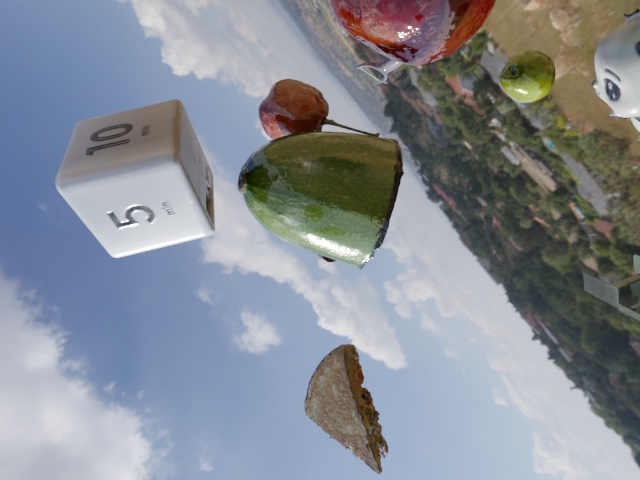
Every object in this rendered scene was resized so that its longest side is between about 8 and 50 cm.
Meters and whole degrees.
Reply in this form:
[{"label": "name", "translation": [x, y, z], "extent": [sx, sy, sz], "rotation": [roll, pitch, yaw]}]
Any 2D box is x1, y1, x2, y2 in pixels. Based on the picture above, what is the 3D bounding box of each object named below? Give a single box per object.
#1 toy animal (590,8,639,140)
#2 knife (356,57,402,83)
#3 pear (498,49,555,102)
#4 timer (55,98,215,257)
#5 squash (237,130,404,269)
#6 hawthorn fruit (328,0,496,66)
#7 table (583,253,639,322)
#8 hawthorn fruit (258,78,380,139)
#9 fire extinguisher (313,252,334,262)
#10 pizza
[{"label": "toy animal", "translation": [0.824, -0.412, 1.030], "extent": [0.310, 0.251, 0.250], "rotation": [26, -155, -29]}, {"label": "knife", "translation": [0.244, -0.565, 1.302], "extent": [0.124, 0.278, 0.053], "rotation": [14, -105, -33]}, {"label": "pear", "translation": [0.367, -0.290, 0.740], "extent": [0.092, 0.097, 0.092], "rotation": [162, 90, -79]}, {"label": "timer", "translation": [-0.314, -0.111, 0.755], "extent": [0.194, 0.195, 0.192], "rotation": [79, 177, -48]}, {"label": "squash", "translation": [-0.022, -0.117, 0.926], "extent": [0.309, 0.310, 0.310], "rotation": [14, -156, -10]}, {"label": "hawthorn fruit", "translation": [0.144, -0.350, 0.580], "extent": [0.266, 0.210, 0.230], "rotation": [8, -145, -51]}, {"label": "table", "translation": [0.735, 0.106, 0.957], "extent": [0.175, 0.146, 0.062], "rotation": [-123, 15, -69]}, {"label": "hawthorn fruit", "translation": [-0.006, -0.281, 0.990], "extent": [0.286, 0.165, 0.165], "rotation": [24, -171, 15]}, {"label": "fire extinguisher", "translation": [-0.004, 0.007, 1.462], "extent": [0.106, 0.075, 0.252], "rotation": [6, -169, -28]}, {"label": "pizza", "translation": [0.056, 0.288, 0.698], "extent": [0.062, 0.188, 0.198], "rotation": [-3, -137, -37]}]
